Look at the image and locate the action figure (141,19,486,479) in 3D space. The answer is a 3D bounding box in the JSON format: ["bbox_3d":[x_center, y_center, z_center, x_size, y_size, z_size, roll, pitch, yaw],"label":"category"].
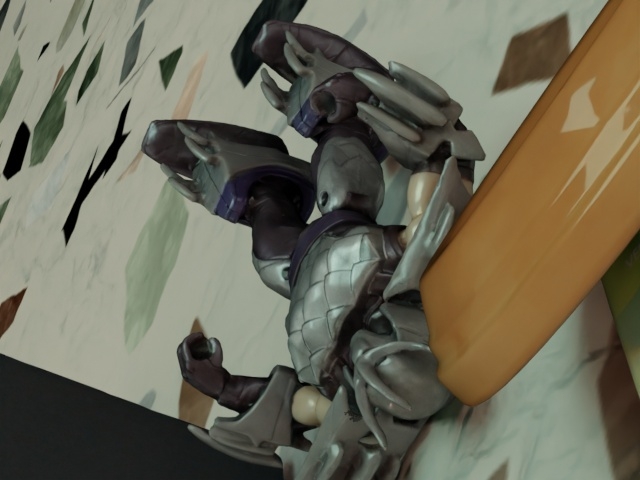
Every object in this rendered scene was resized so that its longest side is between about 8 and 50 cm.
[{"bbox_3d":[0.000,0.000,0.686,0.185,0.099,0.285,-54,25,16],"label":"action figure"}]

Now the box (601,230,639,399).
[{"bbox_3d":[0.165,0.023,0.292,0.232,0.058,0.322,-55,21,28],"label":"box"}]

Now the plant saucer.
[{"bbox_3d":[0.088,-0.041,0.478,0.200,0.037,0.200,-54,-2,-3],"label":"plant saucer"}]

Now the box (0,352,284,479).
[{"bbox_3d":[-0.226,0.245,0.689,0.395,0.293,0.212,-57,22,25],"label":"box"}]
